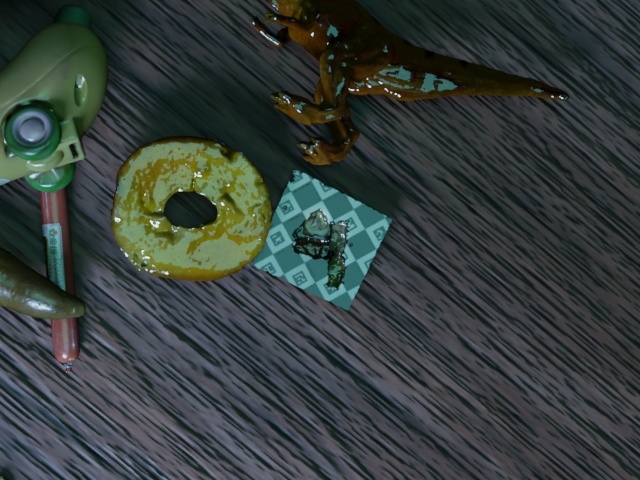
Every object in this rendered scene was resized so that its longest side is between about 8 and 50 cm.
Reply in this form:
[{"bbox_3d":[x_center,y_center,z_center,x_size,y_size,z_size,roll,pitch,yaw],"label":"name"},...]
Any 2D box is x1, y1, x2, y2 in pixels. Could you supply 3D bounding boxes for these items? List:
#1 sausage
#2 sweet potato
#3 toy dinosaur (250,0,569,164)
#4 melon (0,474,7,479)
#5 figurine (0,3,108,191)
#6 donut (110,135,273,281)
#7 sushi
[{"bbox_3d":[-0.290,0.020,1.864,0.034,0.034,0.253,-6,88,-8],"label":"sausage"},{"bbox_3d":[-0.373,0.037,1.831,0.244,0.077,0.077,29,84,-3],"label":"sweet potato"},{"bbox_3d":[0.047,-0.183,1.892,0.432,0.097,0.208,31,75,-9],"label":"toy dinosaur"},{"bbox_3d":[-0.331,0.358,1.847,0.098,0.054,0.182,-39,93,-23],"label":"melon"},{"bbox_3d":[-0.385,-0.150,1.804,0.324,0.124,0.222,-17,76,-5],"label":"figurine"},{"bbox_3d":[-0.144,-0.035,1.874,0.178,0.065,0.162,14,91,-8],"label":"donut"},{"bbox_3d":[0.000,0.000,1.910,0.126,0.026,0.120,26,87,-2],"label":"sushi"}]
